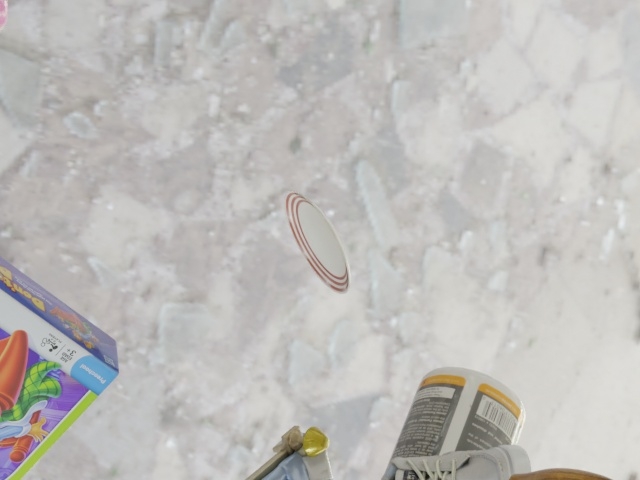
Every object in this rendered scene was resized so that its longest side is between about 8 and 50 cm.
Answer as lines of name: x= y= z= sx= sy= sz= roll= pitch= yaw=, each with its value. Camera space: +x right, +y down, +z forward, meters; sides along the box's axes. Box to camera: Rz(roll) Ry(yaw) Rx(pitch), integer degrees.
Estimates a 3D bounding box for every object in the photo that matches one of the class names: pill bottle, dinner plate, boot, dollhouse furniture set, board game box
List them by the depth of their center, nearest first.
board game box: x=-0.399 y=0.096 z=1.223 sx=0.347 sy=0.078 sz=0.233 roll=39 pitch=100 yaw=-23
boot: x=0.149 y=0.291 z=1.513 sx=0.123 sy=0.258 sz=0.095 roll=5 pitch=70 yaw=-13
dinner plate: x=0.000 y=0.000 z=1.559 sx=0.017 sy=0.141 sz=0.141 roll=-30 pitch=119 yaw=-20
pill bottle: x=0.171 y=0.327 z=1.782 sx=0.162 sy=0.162 sz=0.278 roll=53 pitch=50 yaw=-37
dollhouse furniture set: x=-0.026 y=0.452 z=1.816 sx=0.286 sy=0.198 sz=0.303 roll=-32 pitch=113 yaw=-45

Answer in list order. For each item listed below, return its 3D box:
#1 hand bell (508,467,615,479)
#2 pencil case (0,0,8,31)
hand bell: x=0.252 y=0.194 z=0.938 sx=0.126 sy=0.242 sz=0.126 roll=-8 pitch=100 yaw=-58
pencil case: x=-0.511 y=-0.225 z=1.311 sx=0.386 sy=0.167 sz=0.160 roll=-30 pitch=85 yaw=-33
